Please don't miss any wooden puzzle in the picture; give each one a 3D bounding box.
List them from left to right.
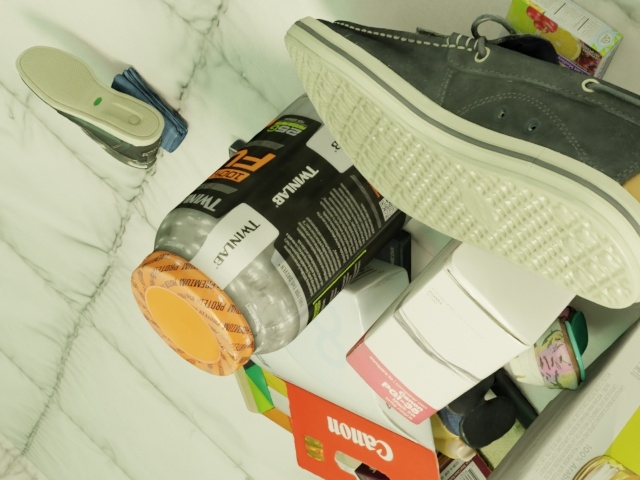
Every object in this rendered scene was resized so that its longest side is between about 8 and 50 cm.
[{"bbox_3d":[-0.046,0.238,2.137,0.238,0.044,0.221,22,143,35],"label":"wooden puzzle"}]

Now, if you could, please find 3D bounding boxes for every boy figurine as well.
[{"bbox_3d":[0.132,0.203,1.801,0.177,0.092,0.285,61,154,-8],"label":"boy figurine"}]

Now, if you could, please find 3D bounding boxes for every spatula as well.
[{"bbox_3d":[0.289,0.269,1.753,0.084,0.030,0.296,-29,101,40],"label":"spatula"}]

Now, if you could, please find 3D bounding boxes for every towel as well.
[{"bbox_3d":[-0.228,-0.172,1.862,0.119,0.029,0.067,44,151,0],"label":"towel"},{"bbox_3d":[0.229,0.262,1.832,0.110,0.027,0.148,51,151,-13],"label":"towel"}]

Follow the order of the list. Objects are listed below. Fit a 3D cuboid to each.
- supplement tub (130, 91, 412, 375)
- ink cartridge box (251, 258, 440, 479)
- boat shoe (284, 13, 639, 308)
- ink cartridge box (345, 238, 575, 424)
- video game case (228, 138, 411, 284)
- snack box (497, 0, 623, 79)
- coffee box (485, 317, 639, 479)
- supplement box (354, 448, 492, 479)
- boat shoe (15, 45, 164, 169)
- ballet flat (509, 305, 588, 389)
[{"bbox_3d":[-0.047,-0.010,1.541,0.193,0.316,0.193,31,148,23],"label":"supplement tub"},{"bbox_3d":[0.005,0.185,1.777,0.308,0.091,0.385,18,124,49],"label":"ink cartridge box"},{"bbox_3d":[0.148,-0.103,1.270,0.500,0.156,0.187,31,155,46],"label":"boat shoe"},{"bbox_3d":[0.169,0.053,1.454,0.117,0.207,0.283,45,151,2],"label":"ink cartridge box"},{"bbox_3d":[0.000,0.000,1.795,0.274,0.026,0.196,29,147,25],"label":"video game case"},{"bbox_3d":[0.210,-0.163,1.301,0.100,0.037,0.141,38,151,14],"label":"snack box"},{"bbox_3d":[0.341,0.320,1.442,0.334,0.337,0.338,41,149,8],"label":"coffee box"},{"bbox_3d":[0.141,0.322,1.912,0.081,0.104,0.188,54,160,-14],"label":"supplement box"},{"bbox_3d":[-0.308,-0.174,1.844,0.233,0.084,0.079,33,149,14],"label":"boat shoe"},{"bbox_3d":[0.237,0.114,1.464,0.079,0.221,0.077,-13,94,13],"label":"ballet flat"}]
